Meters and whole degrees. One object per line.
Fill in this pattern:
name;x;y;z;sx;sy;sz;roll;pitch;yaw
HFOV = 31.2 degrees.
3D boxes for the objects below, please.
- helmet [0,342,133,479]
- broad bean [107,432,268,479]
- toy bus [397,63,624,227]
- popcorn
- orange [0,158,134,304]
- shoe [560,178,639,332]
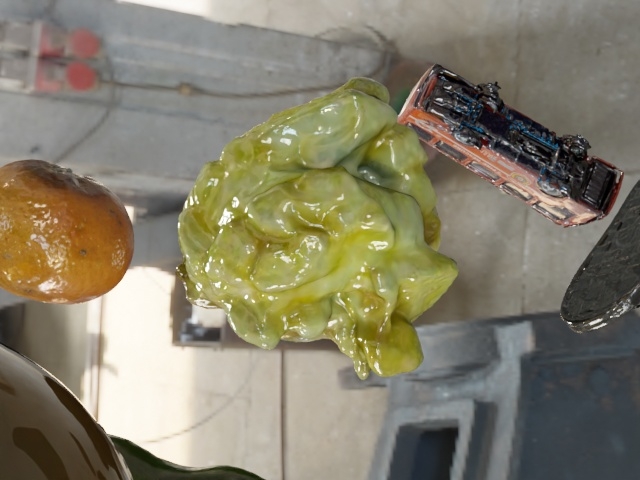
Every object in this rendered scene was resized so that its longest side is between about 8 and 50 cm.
helmet;-0.120;0.136;0.349;0.224;0.130;0.198;-51;28;13
broad bean;-0.119;0.110;0.568;0.065;0.254;0.046;-76;5;-56
toy bus;0.194;-0.094;1.189;0.073;0.235;0.096;-62;9;-16
popcorn;0.001;-0.001;0.788;0.167;0.185;0.187;-29;28;33
orange;-0.353;-0.015;1.511;0.224;0.224;0.170;45;119;51
shoe;0.229;0.012;0.791;0.071;0.179;0.049;-19;113;47
